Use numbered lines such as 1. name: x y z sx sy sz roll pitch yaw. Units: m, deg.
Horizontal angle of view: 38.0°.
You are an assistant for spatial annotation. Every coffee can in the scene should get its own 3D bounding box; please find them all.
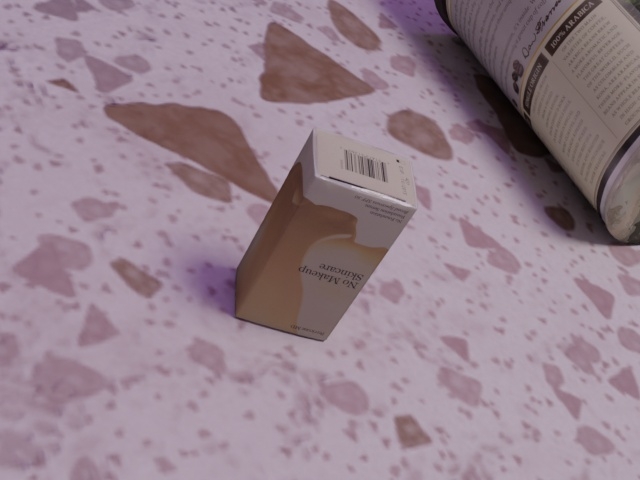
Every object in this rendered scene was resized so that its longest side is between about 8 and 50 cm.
1. coffee can: 0.245 -0.164 0.767 0.201 0.202 0.275 -3 50 -35

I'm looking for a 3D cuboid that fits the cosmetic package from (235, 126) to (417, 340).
1. cosmetic package: 0.000 0.000 0.505 0.060 0.115 0.041 16 42 -16
